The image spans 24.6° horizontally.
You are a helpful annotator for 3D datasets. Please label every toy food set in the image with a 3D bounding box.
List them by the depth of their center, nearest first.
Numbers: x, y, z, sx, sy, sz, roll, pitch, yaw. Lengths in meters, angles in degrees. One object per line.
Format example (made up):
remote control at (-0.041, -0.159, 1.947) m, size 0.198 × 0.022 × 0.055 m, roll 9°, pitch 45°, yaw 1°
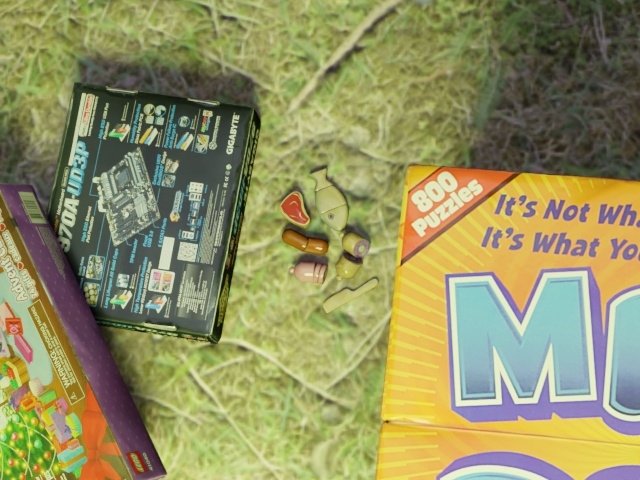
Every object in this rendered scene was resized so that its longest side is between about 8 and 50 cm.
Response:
toy food set at (0.000, 0.000, 1.343) m, size 0.078 × 0.019 × 0.122 m, roll -29°, pitch 77°, yaw 0°

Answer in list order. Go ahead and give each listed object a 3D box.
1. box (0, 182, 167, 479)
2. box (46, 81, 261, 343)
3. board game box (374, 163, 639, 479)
box at (-0.283, 0.124, 1.295) m, size 0.201 × 0.057 × 0.293 m, roll -33°, pitch 76°, yaw 22°
box at (-0.160, -0.027, 1.350) m, size 0.175 × 0.051 × 0.220 m, roll 8°, pitch 79°, yaw 8°
board game box at (0.232, 0.168, 1.111) m, size 0.356 × 0.356 × 0.356 m, roll 5°, pitch 79°, yaw 7°
